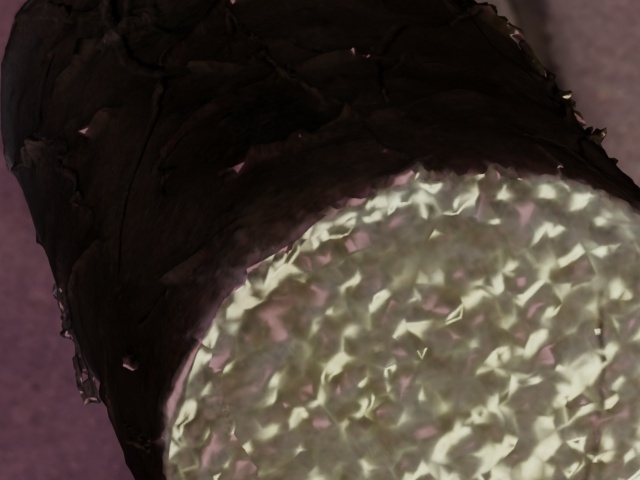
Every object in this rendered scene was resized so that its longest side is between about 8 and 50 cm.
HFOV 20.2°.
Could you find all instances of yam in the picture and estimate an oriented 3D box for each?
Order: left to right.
[{"bbox_3d":[0.000,0.000,0.740,0.241,0.348,0.241,-6,115,-13],"label":"yam"}]
